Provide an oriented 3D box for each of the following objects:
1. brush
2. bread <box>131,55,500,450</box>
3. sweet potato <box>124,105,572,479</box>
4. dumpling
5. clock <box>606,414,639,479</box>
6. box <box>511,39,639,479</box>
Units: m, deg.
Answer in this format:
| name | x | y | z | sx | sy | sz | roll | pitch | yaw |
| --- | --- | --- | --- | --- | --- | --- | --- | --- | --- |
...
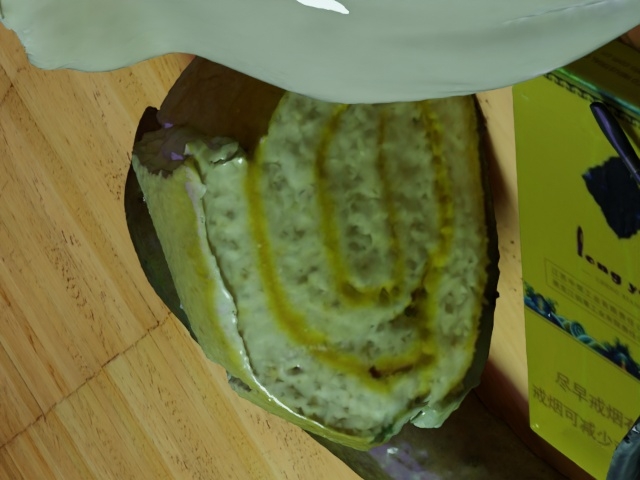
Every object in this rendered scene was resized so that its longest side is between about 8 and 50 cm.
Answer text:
| name | x | y | z | sx | sy | sz | roll | pitch | yaw |
| --- | --- | --- | --- | --- | --- | --- | --- | --- | --- |
| brush | 0.148 | -0.029 | 0.822 | 0.083 | 0.008 | 0.024 | 57 | 156 | 5 |
| bread | 0.000 | 0.000 | 1.004 | 0.124 | 0.186 | 0.257 | 15 | 121 | 62 |
| sweet potato | 0.018 | 0.071 | 1.147 | 0.423 | 0.130 | 0.130 | 43 | 151 | 18 |
| dumpling | 0.024 | -0.160 | 0.641 | 0.233 | 0.315 | 0.395 | 52 | 150 | 6 |
| clock | 0.285 | 0.141 | 0.611 | 0.386 | 0.076 | 0.386 | 29 | 156 | 14 |
| box | 0.165 | 0.032 | 0.913 | 0.153 | 0.041 | 0.279 | 37 | 146 | 40 |
